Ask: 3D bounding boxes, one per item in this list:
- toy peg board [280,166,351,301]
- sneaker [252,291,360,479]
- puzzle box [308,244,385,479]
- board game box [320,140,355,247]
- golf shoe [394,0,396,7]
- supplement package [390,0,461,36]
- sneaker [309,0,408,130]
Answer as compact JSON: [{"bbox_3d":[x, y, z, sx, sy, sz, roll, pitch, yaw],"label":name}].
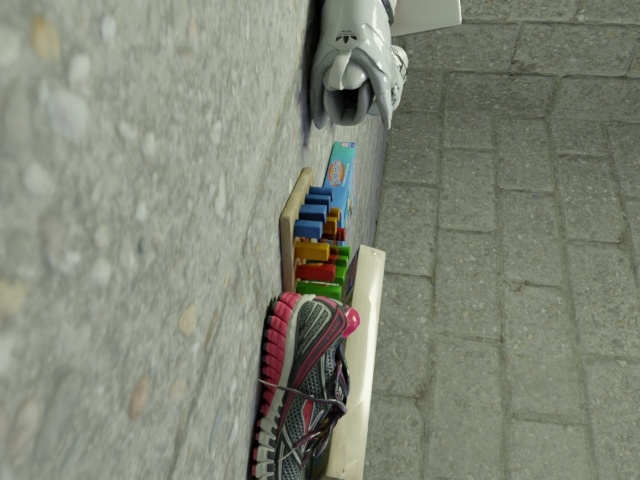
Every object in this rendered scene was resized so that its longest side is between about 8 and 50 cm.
[{"bbox_3d":[0.000,0.000,0.802,0.161,0.079,0.161,-73,165,-57],"label":"toy peg board"},{"bbox_3d":[-0.019,0.219,0.698,0.121,0.112,0.299,-28,123,-81],"label":"sneaker"},{"bbox_3d":[0.025,0.241,0.936,0.272,0.052,0.409,115,-9,-47],"label":"puzzle box"},{"bbox_3d":[0.037,-0.074,1.107,0.160,0.047,0.210,86,13,-45],"label":"board game box"},{"bbox_3d":[0.052,-0.447,0.844,0.306,0.115,0.140,77,29,-44],"label":"golf shoe"},{"bbox_3d":[0.168,-0.517,1.102,0.263,0.198,0.199,-64,146,-68],"label":"supplement package"},{"bbox_3d":[0.063,-0.254,0.906,0.366,0.137,0.210,56,40,-69],"label":"sneaker"}]
